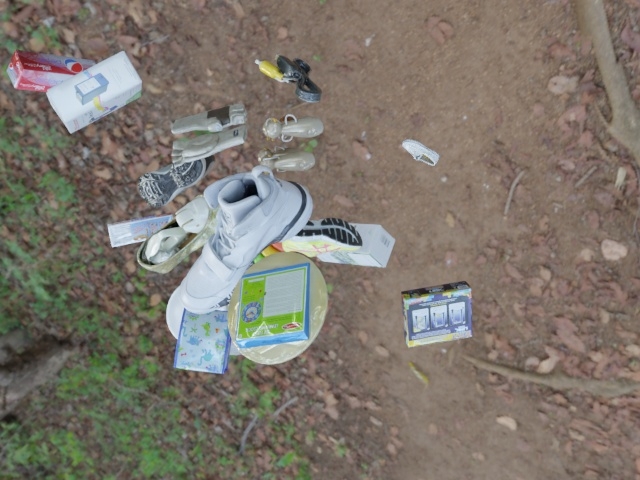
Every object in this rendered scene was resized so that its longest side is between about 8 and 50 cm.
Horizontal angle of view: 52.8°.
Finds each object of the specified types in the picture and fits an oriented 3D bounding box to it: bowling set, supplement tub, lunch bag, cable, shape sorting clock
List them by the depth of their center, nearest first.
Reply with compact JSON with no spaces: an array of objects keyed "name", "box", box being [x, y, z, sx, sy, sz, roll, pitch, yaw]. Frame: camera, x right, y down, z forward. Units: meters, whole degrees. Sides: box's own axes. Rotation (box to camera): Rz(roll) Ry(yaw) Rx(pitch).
[{"name":"shape sorting clock","box":[-0.078,0.119,1.150,0.206,0.206,0.040,6,158,33]},{"name":"lunch bag","box":[-0.285,0.244,1.594,0.128,0.152,0.096,7,176,-3]},{"name":"cable","box":[-0.058,-0.415,1.698,0.287,0.139,0.072,54,131,41]},{"name":"bowling set","box":[-0.114,-0.252,1.753,0.200,0.154,0.287,-122,34,-42]},{"name":"supplement tub","box":[-0.324,0.243,2.061,0.235,0.236,0.325,22,175,20]}]

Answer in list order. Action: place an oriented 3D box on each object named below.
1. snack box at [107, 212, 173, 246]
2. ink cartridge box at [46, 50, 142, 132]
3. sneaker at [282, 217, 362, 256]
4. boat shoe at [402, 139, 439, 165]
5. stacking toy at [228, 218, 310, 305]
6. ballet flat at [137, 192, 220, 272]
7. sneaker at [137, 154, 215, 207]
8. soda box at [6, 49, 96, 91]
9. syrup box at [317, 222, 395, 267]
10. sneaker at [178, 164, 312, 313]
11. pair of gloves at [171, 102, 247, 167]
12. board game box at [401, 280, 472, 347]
[{"name":"snack box","box":[-0.503,-0.031,1.817,0.022,0.178,0.064,-135,37,-57]},{"name":"ink cartridge box","box":[-0.563,-0.368,1.616,0.093,0.212,0.154,60,164,-6]},{"name":"sneaker","box":[0.000,0.000,1.570,0.208,0.082,0.094,8,136,-16]},{"name":"boat shoe","box":[0.249,-0.219,1.621,0.100,0.035,0.035,29,148,1]},{"name":"stacking toy","box":[-0.129,0.051,1.730,0.141,0.141,0.330,35,113,7]},{"name":"ballet flat","box":[-0.354,-0.028,1.678,0.348,0.123,0.123,-38,98,26]},{"name":"sneaker","box":[-0.395,-0.169,1.774,0.271,0.108,0.100,-21,97,32]},{"name":"soda box","box":[-0.834,-0.524,2.033,0.092,0.263,0.084,-42,68,36]},{"name":"syrup box","box":[0.083,0.009,1.847,0.236,0.096,0.093,5,156,41]},{"name":"sneaker","box":[-0.192,-0.006,1.327,0.137,0.366,0.210,48,-174,27]},{"name":"pair of gloves","box":[-0.283,-0.276,1.656,0.204,0.240,0.042,-16,126,2]},{"name":"board game box","box":[0.292,0.184,1.615,0.170,0.048,0.141,-8,114,-5]}]
